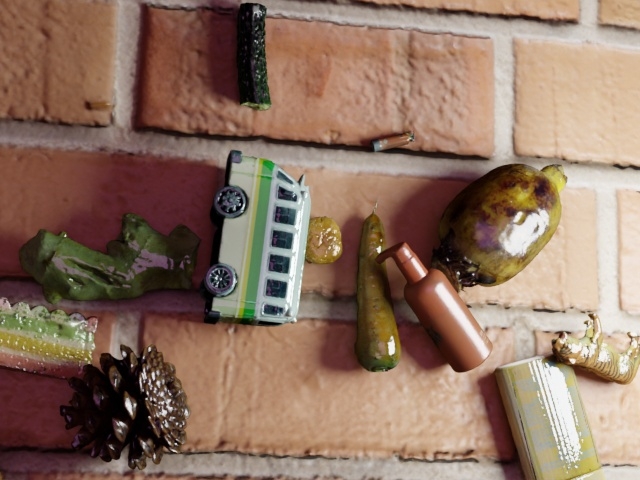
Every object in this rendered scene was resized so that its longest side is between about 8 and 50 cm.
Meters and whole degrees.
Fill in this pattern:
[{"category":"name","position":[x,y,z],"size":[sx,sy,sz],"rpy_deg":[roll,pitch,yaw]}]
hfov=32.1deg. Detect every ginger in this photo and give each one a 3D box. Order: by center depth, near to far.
[{"category":"ginger","position":[-0.335,0.030,1.800],"size":[0.290,0.089,0.137],"rpy_deg":[-11,100,-7]}]

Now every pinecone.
[{"category":"pinecone","position":[-0.302,0.259,1.718],"size":[0.208,0.208,0.207],"rpy_deg":[2,80,-10]}]

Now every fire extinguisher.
[{"category":"fire extinguisher","position":[0.129,-0.176,1.950],"size":[0.083,0.022,0.028],"rpy_deg":[-14,53,-13]}]

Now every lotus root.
[{"category":"lotus root","position":[0.310,-0.034,1.895],"size":[0.314,0.141,0.169],"rpy_deg":[-43,92,-15]}]

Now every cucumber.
[{"category":"cucumber","position":[-0.117,-0.317,1.913],"size":[0.058,0.058,0.187],"rpy_deg":[-2,80,-11]}]

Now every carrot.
[{"category":"carrot","position":[0.093,0.073,1.879],"size":[0.078,0.078,0.298],"rpy_deg":[1,75,-10]}]

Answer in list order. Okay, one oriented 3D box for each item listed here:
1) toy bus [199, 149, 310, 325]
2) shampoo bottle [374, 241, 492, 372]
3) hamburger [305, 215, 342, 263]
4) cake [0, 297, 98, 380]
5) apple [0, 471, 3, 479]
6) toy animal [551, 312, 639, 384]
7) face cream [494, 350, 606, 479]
[{"category":"toy bus","position":[-0.105,0.004,1.819],"size":[0.165,0.133,0.276],"rpy_deg":[9,80,-8]},{"category":"shampoo bottle","position":[0.191,0.106,1.850],"size":[0.085,0.085,0.244],"rpy_deg":[-40,103,-14]},{"category":"hamburger","position":[0.000,0.000,1.884],"size":[0.076,0.044,0.083],"rpy_deg":[-11,85,-11]},{"category":"cake","position":[-0.472,0.156,1.773],"size":[0.225,0.090,0.109],"rpy_deg":[15,75,-26]},{"category":"apple","position":[-0.622,0.336,1.592],"size":[0.302,0.301,0.301],"rpy_deg":[2,80,-10]},{"category":"toy animal","position":[0.486,0.192,1.910],"size":[0.241,0.057,0.099],"rpy_deg":[26,72,-28]},{"category":"face cream","position":[0.395,0.336,1.883],"size":[0.139,0.067,0.285],"rpy_deg":[-13,82,-15]}]
